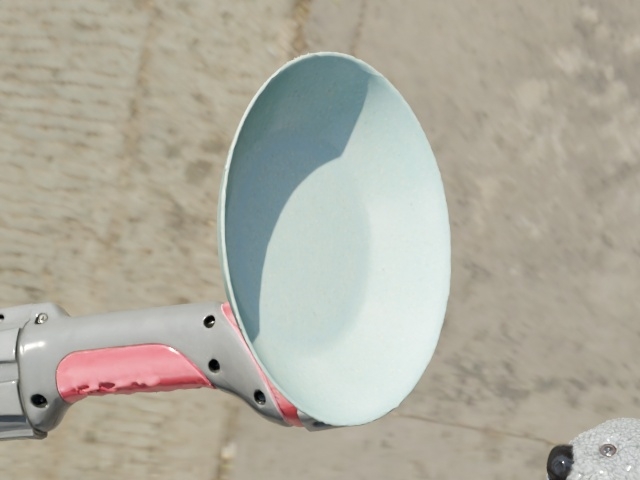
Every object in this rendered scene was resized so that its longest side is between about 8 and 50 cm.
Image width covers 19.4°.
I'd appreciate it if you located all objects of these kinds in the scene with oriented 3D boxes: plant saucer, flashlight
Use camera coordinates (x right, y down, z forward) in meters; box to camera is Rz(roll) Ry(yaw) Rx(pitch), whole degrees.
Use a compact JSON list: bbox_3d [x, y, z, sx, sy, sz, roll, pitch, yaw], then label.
[{"bbox_3d":[0.000,0.000,0.978,0.037,0.195,0.195,-4,80,39],"label":"plant saucer"},{"bbox_3d":[-0.111,0.095,1.313,0.304,0.103,0.103,-8,120,15],"label":"flashlight"}]

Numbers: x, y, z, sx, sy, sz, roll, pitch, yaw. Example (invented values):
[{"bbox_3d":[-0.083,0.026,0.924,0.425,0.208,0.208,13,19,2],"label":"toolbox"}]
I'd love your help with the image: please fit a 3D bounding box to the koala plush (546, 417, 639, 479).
[{"bbox_3d":[0.229,0.229,1.446,0.203,0.221,0.196,34,133,-14],"label":"koala plush"}]
